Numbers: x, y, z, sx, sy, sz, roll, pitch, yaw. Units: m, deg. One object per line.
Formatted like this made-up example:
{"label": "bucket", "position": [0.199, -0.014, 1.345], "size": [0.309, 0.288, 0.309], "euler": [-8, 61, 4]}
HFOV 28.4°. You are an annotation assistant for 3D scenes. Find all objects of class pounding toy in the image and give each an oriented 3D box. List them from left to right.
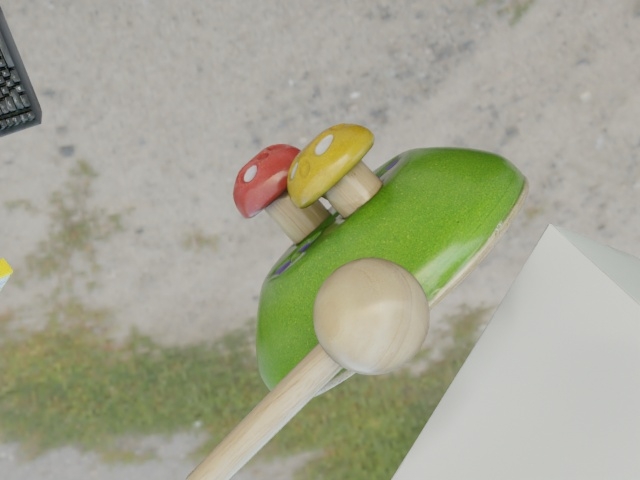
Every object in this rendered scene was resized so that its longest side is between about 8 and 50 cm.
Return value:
{"label": "pounding toy", "position": [0.000, 0.000, 0.670], "size": [0.110, 0.237, 0.183], "euler": [48, 125, -6]}

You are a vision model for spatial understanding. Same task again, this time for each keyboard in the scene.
{"label": "keyboard", "position": [-0.448, -0.264, 1.475], "size": [0.033, 0.317, 0.201], "euler": [-17, -171, 39]}

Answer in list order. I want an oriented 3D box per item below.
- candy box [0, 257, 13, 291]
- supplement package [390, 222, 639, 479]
{"label": "candy box", "position": [-0.451, 0.088, 1.433], "size": [0.206, 0.027, 0.105], "euler": [-27, 166, -47]}
{"label": "supplement package", "position": [0.170, 0.130, 0.616], "size": [0.203, 0.149, 0.194], "euler": [20, 109, -32]}
